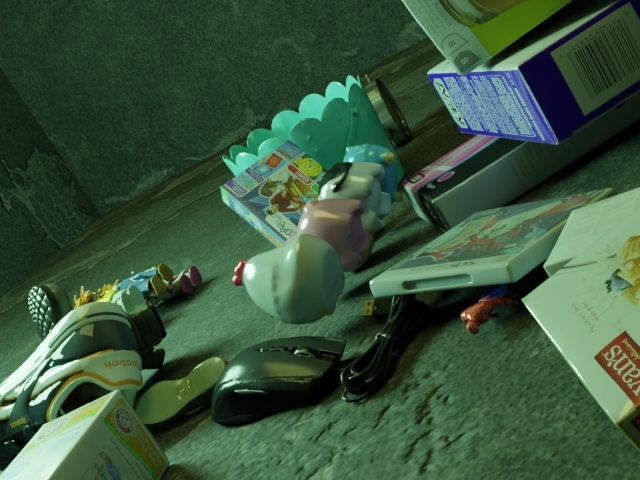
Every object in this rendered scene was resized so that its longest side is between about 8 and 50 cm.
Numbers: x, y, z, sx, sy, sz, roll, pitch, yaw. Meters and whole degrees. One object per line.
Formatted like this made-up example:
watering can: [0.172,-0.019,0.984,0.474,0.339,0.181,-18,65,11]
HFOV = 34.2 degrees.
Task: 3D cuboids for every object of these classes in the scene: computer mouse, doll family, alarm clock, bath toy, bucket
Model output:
computer mouse: [-0.009,0.110,1.110,0.262,0.060,0.184,-19,19,44]
doll family: [-0.337,0.100,1.789,0.163,0.118,0.263,-22,16,39]
alarm clock: [0.117,-0.224,1.942,0.064,0.129,0.192,-31,33,12]
bath toy: [0.000,0.000,1.301,0.129,0.151,0.348,0,25,21]
bucket: [-0.007,-0.129,1.730,0.281,0.183,0.281,-31,12,7]

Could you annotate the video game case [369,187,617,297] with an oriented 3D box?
video game case: [0.177,0.002,1.059,0.201,0.023,0.183,-29,13,-41]

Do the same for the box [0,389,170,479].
box: [-0.252,0.256,1.036,0.114,0.103,0.203,-26,14,22]

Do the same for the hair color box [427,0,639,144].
hair color box: [0.275,-0.213,1.275,0.185,0.110,0.339,-33,14,-4]

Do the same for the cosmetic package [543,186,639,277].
cosmetic package: [0.306,-0.014,0.831,0.239,0.060,0.099,-21,20,39]

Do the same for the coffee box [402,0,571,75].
coffee box: [0.230,-0.458,1.224,0.334,0.337,0.338,-34,9,30]

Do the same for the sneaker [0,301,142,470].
sneaker: [-0.333,0.221,1.302,0.126,0.127,0.321,7,-45,-44]

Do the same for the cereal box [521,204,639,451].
cereal box: [0.265,0.015,0.695,0.240,0.047,0.173,-40,24,8]

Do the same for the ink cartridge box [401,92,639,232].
ink cartridge box: [0.289,-0.135,1.339,0.371,0.069,0.176,-30,13,-3]

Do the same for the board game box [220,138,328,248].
board game box: [-0.029,-0.049,1.509,0.136,0.201,0.035,-37,-29,-22]

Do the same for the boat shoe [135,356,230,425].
boat shoe: [-0.157,0.182,1.235,0.137,0.049,0.043,-31,-30,14]

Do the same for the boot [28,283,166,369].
boot: [-0.292,0.115,1.395,0.161,0.083,0.246,-25,-34,-21]

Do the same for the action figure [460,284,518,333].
action figure: [0.160,0.057,0.979,0.038,0.030,0.115,-28,6,37]
